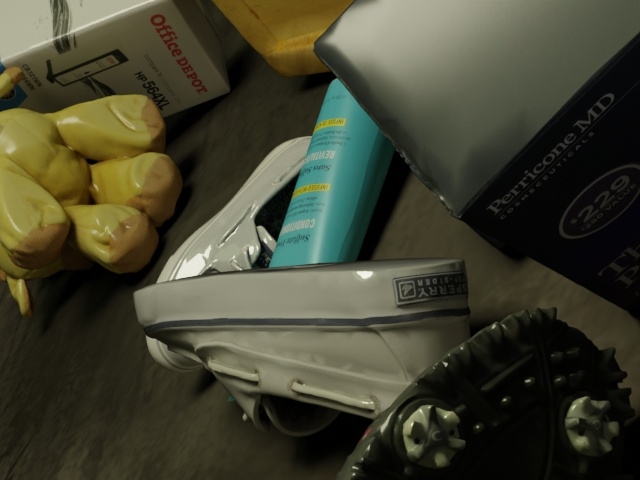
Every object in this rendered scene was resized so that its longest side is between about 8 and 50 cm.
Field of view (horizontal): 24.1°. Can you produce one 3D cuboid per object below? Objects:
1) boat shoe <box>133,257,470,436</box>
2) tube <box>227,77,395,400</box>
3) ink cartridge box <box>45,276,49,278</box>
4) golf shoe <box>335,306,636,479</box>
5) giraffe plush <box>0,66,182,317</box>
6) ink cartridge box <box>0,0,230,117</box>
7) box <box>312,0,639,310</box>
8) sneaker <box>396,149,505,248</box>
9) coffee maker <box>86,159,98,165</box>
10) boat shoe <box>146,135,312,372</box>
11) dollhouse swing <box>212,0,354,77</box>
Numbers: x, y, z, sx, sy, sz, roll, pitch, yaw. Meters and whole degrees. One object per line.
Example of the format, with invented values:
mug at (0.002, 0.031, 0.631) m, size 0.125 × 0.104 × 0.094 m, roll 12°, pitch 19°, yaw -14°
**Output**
boat shoe at (-0.014, 0.057, 0.780) m, size 0.267 × 0.096 × 0.088 m, roll -5°, pitch 90°, yaw 52°
tube at (0.000, 0.000, 0.902) m, size 0.080 × 0.052 × 0.207 m, roll -21°, pitch 45°, yaw 56°
ink cartridge box at (-0.285, -0.072, 1.431) m, size 0.097 × 0.046 × 0.207 m, roll -44°, pitch 58°, yaw 14°
golf shoe at (0.015, 0.141, 0.569) m, size 0.273 × 0.105 × 0.120 m, roll -56°, pitch 15°, yaw -15°
giraffe plush at (-0.231, -0.024, 1.271) m, size 0.170 × 0.210 × 0.181 m, roll 110°, pitch 180°, yaw -55°
ink cartridge box at (-0.201, -0.166, 1.320) m, size 0.203 × 0.148 × 0.086 m, roll -20°, pitch 56°, yaw 10°
box at (0.153, -0.108, 0.567) m, size 0.261 × 0.184 × 0.103 m, roll -45°, pitch 57°, yaw 14°
sneaker at (0.085, -0.071, 0.821) m, size 0.082 × 0.069 × 0.209 m, roll -40°, pitch 23°, yaw 14°
coffee maker at (-0.279, -0.139, 1.581) m, size 0.171 × 0.120 × 0.178 m, roll -52°, pitch 21°, yaw -3°
boat shoe at (-0.039, 0.008, 0.956) m, size 0.184 × 0.066 × 0.063 m, roll -47°, pitch 18°, yaw -20°
dollhouse swing at (0.001, -0.338, 1.064) m, size 0.305 × 0.347 × 0.315 m, roll -20°, pitch 35°, yaw 36°
